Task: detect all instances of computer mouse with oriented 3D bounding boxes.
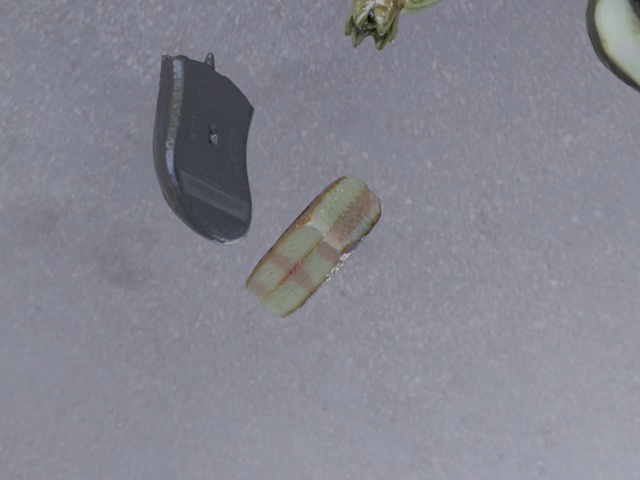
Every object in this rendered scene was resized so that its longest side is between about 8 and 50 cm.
[{"bbox_3d":[-0.152,-0.111,1.189,0.088,0.264,0.147,-17,147,33],"label":"computer mouse"}]

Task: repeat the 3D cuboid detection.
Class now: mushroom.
[{"bbox_3d":[0.578,-0.357,1.707,0.267,0.164,0.189,26,112,6],"label":"mushroom"}]

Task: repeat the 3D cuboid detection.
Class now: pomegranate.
[{"bbox_3d":[0.145,-0.523,1.776,0.310,0.358,0.216,23,159,-29],"label":"pomegranate"}]

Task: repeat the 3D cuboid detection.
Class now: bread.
[{"bbox_3d":[0.000,0.000,0.634,0.043,0.062,0.109,43,80,-2],"label":"bread"}]
